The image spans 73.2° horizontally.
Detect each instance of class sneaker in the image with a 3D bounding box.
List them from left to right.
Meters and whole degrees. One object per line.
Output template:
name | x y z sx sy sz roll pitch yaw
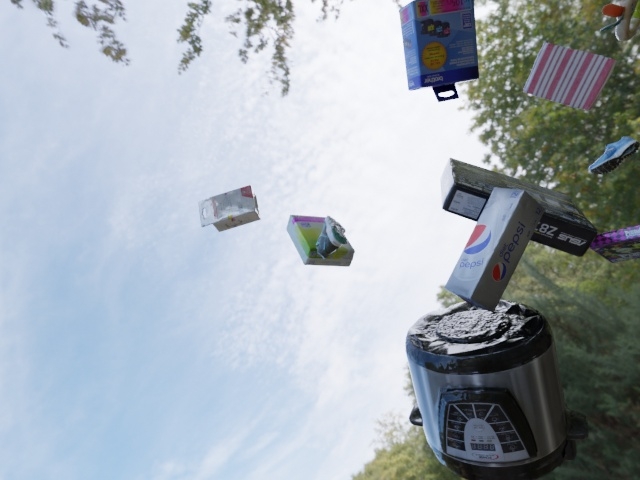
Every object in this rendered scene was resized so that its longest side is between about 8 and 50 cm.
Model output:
sneaker | 0.018 -0.008 1.034 0.065 0.166 0.076 41 -76 -9
sneaker | 1.008 -0.296 1.493 0.063 0.073 0.162 31 -59 -34

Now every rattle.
rattle | 0.793 -0.547 1.049 0.200 0.143 0.130 -17 -41 -43

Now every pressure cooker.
pressure cooker | 0.438 0.404 1.120 0.376 0.370 0.420 -17 -79 -16

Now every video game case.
video game case | 0.912 0.002 1.209 0.210 0.232 0.041 19 -116 -39

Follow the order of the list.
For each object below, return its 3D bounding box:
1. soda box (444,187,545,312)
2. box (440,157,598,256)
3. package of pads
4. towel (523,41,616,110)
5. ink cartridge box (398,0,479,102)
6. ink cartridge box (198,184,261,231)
soda box | 0.419 0.019 1.038 0.098 0.091 0.286 29 -93 -28
box | 0.560 -0.117 1.279 0.318 0.395 0.097 -63 -10 -61
package of pads | 0.000 0.000 1.904 0.229 0.296 0.101 4 -57 -25
towel | 0.700 -0.464 1.220 0.029 0.197 0.144 -49 -23 -53
ink cartridge box | 0.500 -0.787 1.797 0.270 0.151 0.395 -13 -73 -7
ink cartridge box | -0.320 -0.106 1.513 0.198 0.115 0.067 -16 -27 3
